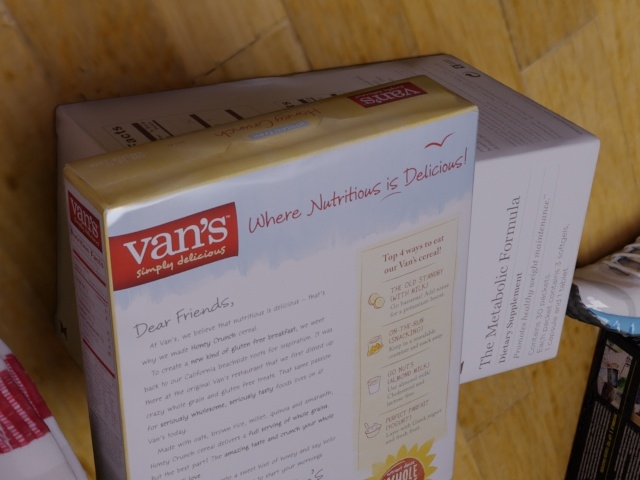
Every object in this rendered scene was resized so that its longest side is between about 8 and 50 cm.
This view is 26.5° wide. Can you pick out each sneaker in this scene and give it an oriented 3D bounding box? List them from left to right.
[{"bbox_3d":[0.227,0.016,0.930,0.190,0.071,0.083,-4,112,-44],"label":"sneaker"}]

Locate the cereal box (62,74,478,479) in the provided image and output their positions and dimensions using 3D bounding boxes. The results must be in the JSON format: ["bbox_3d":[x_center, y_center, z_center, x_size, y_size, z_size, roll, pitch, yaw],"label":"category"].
[{"bbox_3d":[-0.016,0.058,0.597,0.173,0.047,0.240,-17,124,-27],"label":"cereal box"}]

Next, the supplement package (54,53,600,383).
[{"bbox_3d":[0.000,0.000,0.700,0.244,0.134,0.139,-12,122,-30],"label":"supplement package"}]

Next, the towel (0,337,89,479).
[{"bbox_3d":[-0.160,0.083,0.465,0.037,0.329,0.237,-41,164,18],"label":"towel"}]

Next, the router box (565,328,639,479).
[{"bbox_3d":[0.244,0.164,0.978,0.046,0.133,0.179,-10,122,-30],"label":"router box"}]
